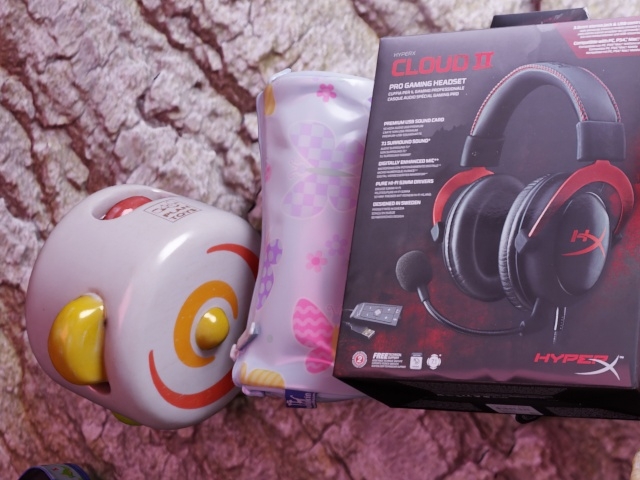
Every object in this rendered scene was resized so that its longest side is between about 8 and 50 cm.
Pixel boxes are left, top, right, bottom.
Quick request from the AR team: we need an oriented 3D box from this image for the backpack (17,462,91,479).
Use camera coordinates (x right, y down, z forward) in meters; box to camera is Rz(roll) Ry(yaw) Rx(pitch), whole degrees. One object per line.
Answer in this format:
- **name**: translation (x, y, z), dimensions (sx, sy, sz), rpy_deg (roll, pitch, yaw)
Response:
- **backpack**: translation (-0.248, 0.265, 1.268), dimensions (0.105, 0.084, 0.114), rpy_deg (50, 116, 31)

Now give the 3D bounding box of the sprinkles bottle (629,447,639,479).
- **sprinkles bottle**: translation (0.364, 0.133, 0.802), dimensions (0.355, 0.121, 0.121), rpy_deg (-23, 69, 36)

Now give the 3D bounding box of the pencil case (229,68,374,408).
- **pencil case**: translation (0.000, 0.000, 1.111), dimensions (0.124, 0.113, 0.273), rpy_deg (4, 83, 15)

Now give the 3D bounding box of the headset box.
- **headset box**: translation (0.144, -0.028, 0.974), dimensions (0.218, 0.110, 0.293), rpy_deg (0, 71, 28)

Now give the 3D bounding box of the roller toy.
- **roller toy**: translation (-0.136, 0.055, 1.151), dimensions (0.146, 0.209, 0.191), rpy_deg (18, 73, 36)

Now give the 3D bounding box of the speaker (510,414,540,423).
- **speaker**: translation (0.128, 0.073, 1.043), dimensions (0.055, 0.055, 0.136), rpy_deg (-52, 56, 18)
